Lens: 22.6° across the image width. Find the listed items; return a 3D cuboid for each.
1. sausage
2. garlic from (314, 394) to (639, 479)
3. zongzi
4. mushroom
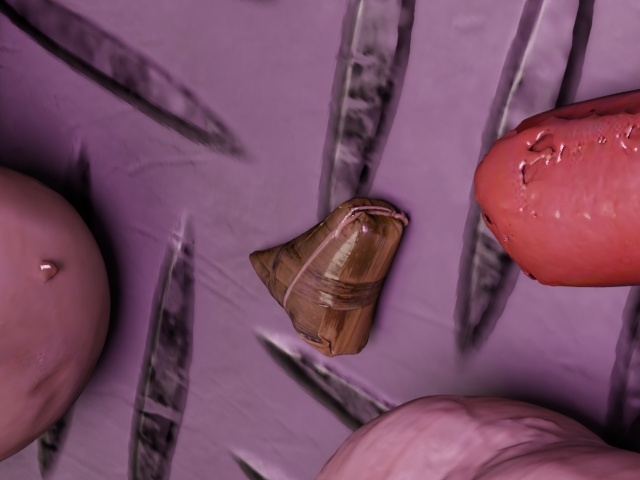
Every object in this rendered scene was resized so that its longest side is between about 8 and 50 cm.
[{"bbox_3d":[0.117,-0.019,0.557,0.141,0.076,0.076,-8,101,43],"label":"sausage"},{"bbox_3d":[0.086,0.211,0.592,0.322,0.241,0.321,3,98,25],"label":"garlic"},{"bbox_3d":[0.000,0.000,0.715,0.083,0.040,0.076,50,130,42],"label":"zongzi"},{"bbox_3d":[-0.248,-0.024,0.826,0.292,0.292,0.290,-11,67,46],"label":"mushroom"}]
